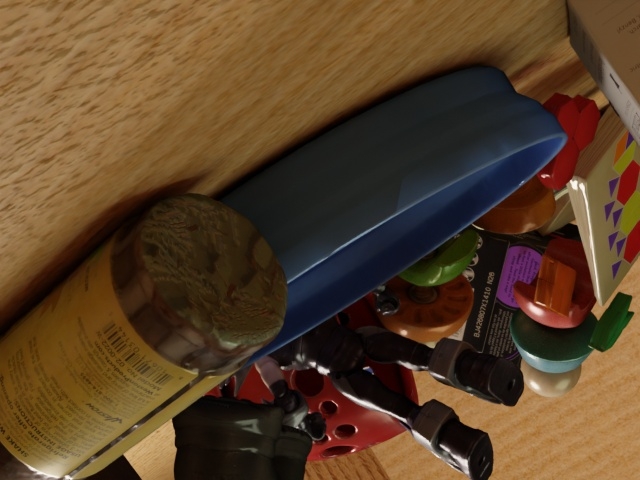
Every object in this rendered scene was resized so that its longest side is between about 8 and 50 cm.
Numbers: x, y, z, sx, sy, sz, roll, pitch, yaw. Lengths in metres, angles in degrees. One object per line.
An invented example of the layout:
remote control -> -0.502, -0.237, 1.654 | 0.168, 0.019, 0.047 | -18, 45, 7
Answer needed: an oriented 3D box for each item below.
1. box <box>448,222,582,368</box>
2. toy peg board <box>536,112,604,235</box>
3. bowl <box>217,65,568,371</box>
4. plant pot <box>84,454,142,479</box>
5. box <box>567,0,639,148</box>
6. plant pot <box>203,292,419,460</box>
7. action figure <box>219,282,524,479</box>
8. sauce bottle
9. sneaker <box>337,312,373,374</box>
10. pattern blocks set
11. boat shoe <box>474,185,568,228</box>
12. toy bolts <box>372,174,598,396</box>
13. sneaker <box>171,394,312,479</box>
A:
box -> 0.237, 0.053, 1.931 | 0.270, 0.143, 0.165 | -11, 116, -68
toy peg board -> 0.322, -0.105, 1.835 | 0.161, 0.079, 0.160 | -25, 154, -48
bowl -> 0.000, 0.000, 1.133 | 0.391, 0.077, 0.391 | -32, 173, -4
plant pot -> -0.221, 0.209, 1.239 | 0.167, 0.165, 0.167 | -31, 172, -5
box -> 0.282, -0.160, 1.085 | 0.182, 0.119, 0.181 | -33, 172, 7
plant pot -> -0.018, 0.134, 1.529 | 0.174, 0.191, 0.191 | -25, 175, 17
action figure -> 0.033, 0.109, 1.344 | 0.185, 0.285, 0.099 | -62, 152, -6
sauce bottle -> -0.164, 0.096, 0.960 | 0.344, 0.111, 0.111 | -37, 171, 36
sneaker -> 0.081, 0.112, 1.977 | 0.315, 0.127, 0.182 | -27, 173, -26
pattern blocks set -> 0.268, -0.049, 1.356 | 0.285, 0.026, 0.325 | -43, 139, -34
boat shoe -> 0.229, -0.075, 1.614 | 0.223, 0.080, 0.073 | -23, 151, 40
toy bolts -> 0.188, 0.050, 1.520 | 0.218, 0.228, 0.158 | -38, 143, -35
sneaker -> -0.073, 0.202, 1.228 | 0.109, 0.130, 0.286 | 3, 167, 10
